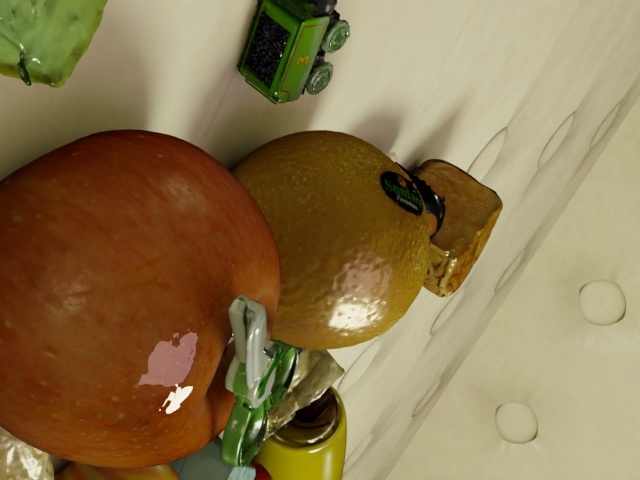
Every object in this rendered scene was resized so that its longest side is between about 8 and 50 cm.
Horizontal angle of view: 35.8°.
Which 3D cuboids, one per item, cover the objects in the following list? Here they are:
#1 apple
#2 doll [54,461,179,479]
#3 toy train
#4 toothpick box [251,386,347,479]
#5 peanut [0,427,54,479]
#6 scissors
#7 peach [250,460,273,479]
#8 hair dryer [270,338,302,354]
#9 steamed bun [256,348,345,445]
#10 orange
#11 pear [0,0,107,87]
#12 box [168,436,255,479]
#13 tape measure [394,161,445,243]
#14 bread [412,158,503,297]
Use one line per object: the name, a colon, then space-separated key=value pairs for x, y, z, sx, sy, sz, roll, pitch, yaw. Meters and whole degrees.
apple: x=-0.141 y=0.046 z=0.731 sx=0.251 sy=0.206 sz=0.272 roll=-47 pitch=160 yaw=-28
doll: x=-0.193 y=0.342 z=1.087 sx=0.166 sy=0.270 sz=0.162 roll=-40 pitch=180 yaw=-17
toy train: x=-0.006 y=-0.207 z=0.829 sx=0.081 sy=0.060 sz=0.202 roll=-22 pitch=144 yaw=-48
toothpick box: x=-0.043 y=0.329 z=1.563 sx=0.175 sy=0.175 sz=0.271 roll=-41 pitch=155 yaw=-33
peanut: x=-0.274 y=0.195 z=0.875 sx=0.080 sy=0.080 sz=0.174 roll=-44 pitch=159 yaw=-28
scissors: x=-0.046 y=0.090 z=0.686 sx=0.204 sy=0.027 sz=0.101 roll=89 pitch=24 yaw=-63
peach: x=-0.151 y=0.421 z=1.418 sx=0.243 sy=0.199 sz=0.244 roll=23 pitch=90 yaw=-79
hair dryer: x=-0.075 y=0.123 z=1.131 sx=0.235 sy=0.091 sz=0.271 roll=-36 pitch=179 yaw=-22
steamed bun: x=-0.064 y=0.199 z=1.380 sx=0.177 sy=0.106 sz=0.192 roll=-39 pitch=174 yaw=-1
orange: x=0.000 y=0.000 z=0.973 sx=0.236 sy=0.236 sz=0.236 roll=-46 pitch=161 yaw=-21
pear: x=-0.150 y=-0.225 z=0.333 sx=0.239 sy=0.139 sz=0.288 roll=-65 pitch=161 yaw=-14
box: x=-0.191 y=0.330 z=1.252 sx=0.227 sy=0.130 sz=0.162 roll=-54 pitch=163 yaw=-9
tape measure: x=0.061 y=-0.001 z=1.258 sx=0.223 sy=0.135 sz=0.202 roll=-16 pitch=141 yaw=-58
bread: x=0.169 y=-0.021 z=1.466 sx=0.143 sy=0.158 sz=0.149 roll=-42 pitch=155 yaw=-28
